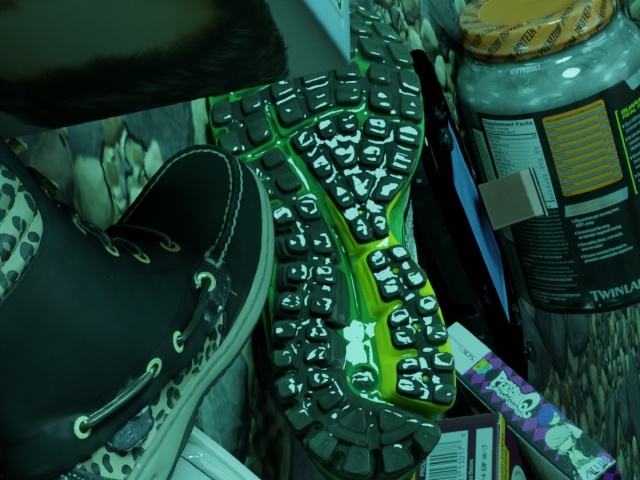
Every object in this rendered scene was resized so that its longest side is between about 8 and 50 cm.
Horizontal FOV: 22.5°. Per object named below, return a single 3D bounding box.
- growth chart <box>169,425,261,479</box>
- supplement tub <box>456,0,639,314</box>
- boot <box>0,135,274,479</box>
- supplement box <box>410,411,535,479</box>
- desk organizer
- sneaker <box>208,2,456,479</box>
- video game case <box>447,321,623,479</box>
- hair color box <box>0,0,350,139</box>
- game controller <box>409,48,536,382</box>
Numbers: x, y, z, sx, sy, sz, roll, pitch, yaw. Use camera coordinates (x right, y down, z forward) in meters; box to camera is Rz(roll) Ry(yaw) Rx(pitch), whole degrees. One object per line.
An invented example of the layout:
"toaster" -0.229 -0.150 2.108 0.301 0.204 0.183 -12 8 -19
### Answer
"growth chart" -0.063 0.176 0.787 0.172 0.021 0.237 46 28 -13
"supplement tub" 0.251 -0.099 1.617 0.193 0.194 0.316 -66 142 -57
"boot" -0.106 0.002 0.724 0.178 0.085 0.236 62 38 -40
"supplement box" 0.134 0.235 1.305 0.188 0.081 0.104 60 28 -46
"desk organizer" 0.177 -0.038 1.460 0.130 0.050 0.047 -10 81 -81
"sneaker" 0.000 0.000 1.027 0.146 0.134 0.343 98 -12 -67
"video game case" 0.199 0.199 1.381 0.210 0.042 0.232 42 -13 44
"hair color box" -0.138 -0.179 0.590 0.374 0.185 0.113 45 39 -58
"game controller" 0.128 -0.015 1.426 0.166 0.067 0.319 -79 152 -45
